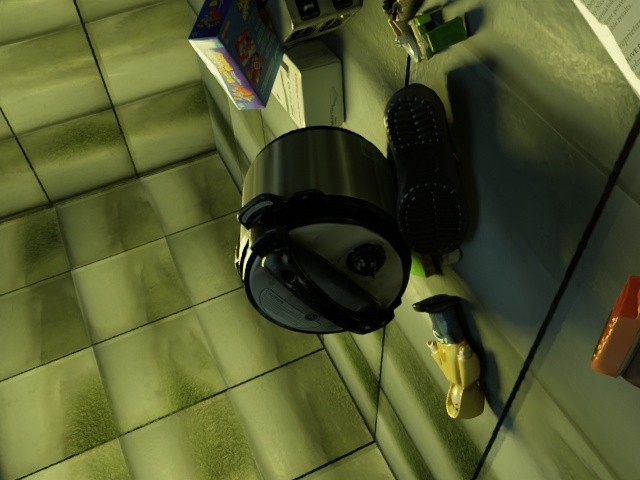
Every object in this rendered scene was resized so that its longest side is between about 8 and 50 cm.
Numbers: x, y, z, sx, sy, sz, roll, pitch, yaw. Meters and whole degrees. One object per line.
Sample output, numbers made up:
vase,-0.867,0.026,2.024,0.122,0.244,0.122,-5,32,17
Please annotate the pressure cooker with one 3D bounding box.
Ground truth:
pressure cooker,0.003,-0.004,1.361,0.420,0.370,0.375,-96,9,-48

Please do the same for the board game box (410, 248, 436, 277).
board game box,0.195,0.017,1.543,0.259,0.039,0.124,7,117,71

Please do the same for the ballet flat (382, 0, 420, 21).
ballet flat,0.142,-0.453,1.028,0.084,0.058,0.250,63,165,18

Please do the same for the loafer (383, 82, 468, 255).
loafer,0.207,-0.132,1.177,0.130,0.134,0.365,-70,-26,-50

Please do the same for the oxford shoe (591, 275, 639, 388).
oxford shoe,0.416,0.034,0.667,0.133,0.130,0.363,25,139,21

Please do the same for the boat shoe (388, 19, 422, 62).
boat shoe,0.153,-0.367,1.153,0.035,0.035,0.100,135,113,-74

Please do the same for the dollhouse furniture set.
dollhouse furniture set,0.195,-0.348,1.055,0.151,0.059,0.076,-93,-21,-73

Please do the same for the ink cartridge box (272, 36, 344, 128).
ink cartridge box,-0.050,-0.432,1.644,0.272,0.114,0.197,55,160,40

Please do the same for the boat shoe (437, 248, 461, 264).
boat shoe,0.241,-0.007,1.317,0.050,0.045,0.135,91,154,-55

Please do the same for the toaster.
toaster,-0.024,-0.502,1.341,0.110,0.168,0.186,70,165,-7

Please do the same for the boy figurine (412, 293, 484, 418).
boy figurine,0.294,0.264,1.425,0.177,0.092,0.285,-177,70,-72

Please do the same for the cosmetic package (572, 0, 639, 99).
cosmetic package,0.283,-0.283,0.481,0.155,0.197,0.365,104,144,-67

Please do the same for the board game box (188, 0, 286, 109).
board game box,-0.160,-0.513,1.458,0.233,0.078,0.347,53,-134,-54
